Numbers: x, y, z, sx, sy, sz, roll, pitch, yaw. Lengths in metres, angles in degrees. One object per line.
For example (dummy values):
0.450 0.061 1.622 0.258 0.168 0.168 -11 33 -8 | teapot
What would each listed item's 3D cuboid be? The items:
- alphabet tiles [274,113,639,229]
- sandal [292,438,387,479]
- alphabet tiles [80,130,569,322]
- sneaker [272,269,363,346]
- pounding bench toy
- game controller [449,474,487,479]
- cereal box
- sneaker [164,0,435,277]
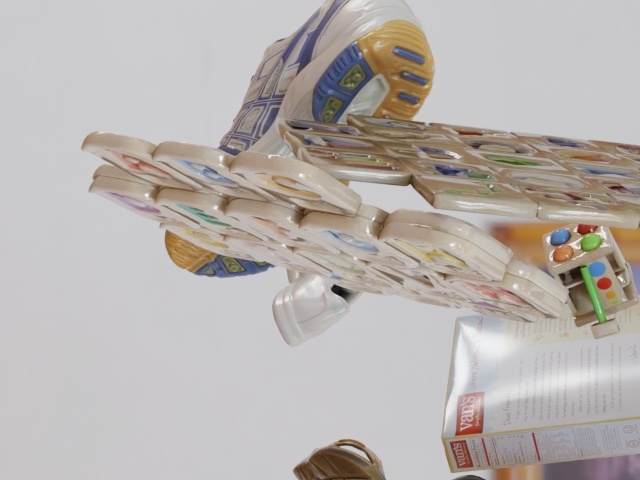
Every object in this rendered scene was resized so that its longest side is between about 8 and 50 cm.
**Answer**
0.149 -0.040 1.035 0.285 0.342 0.011 -125 -138 -75 | alphabet tiles
0.025 0.192 1.389 0.072 0.049 0.180 55 -17 -1 | sandal
0.000 0.000 1.021 0.278 0.284 0.021 31 74 -51 | alphabet tiles
0.012 0.037 1.828 0.080 0.094 0.212 60 20 -25 | sneaker
0.206 0.028 1.291 0.065 0.052 0.083 59 17 -28 | pounding bench toy
0.227 0.249 1.277 0.166 0.319 0.067 95 5 -64 | game controller
0.228 0.117 1.449 0.173 0.240 0.047 -75 152 -54 | cereal box
-0.022 -0.092 1.403 0.112 0.296 0.131 29 29 -35 | sneaker
